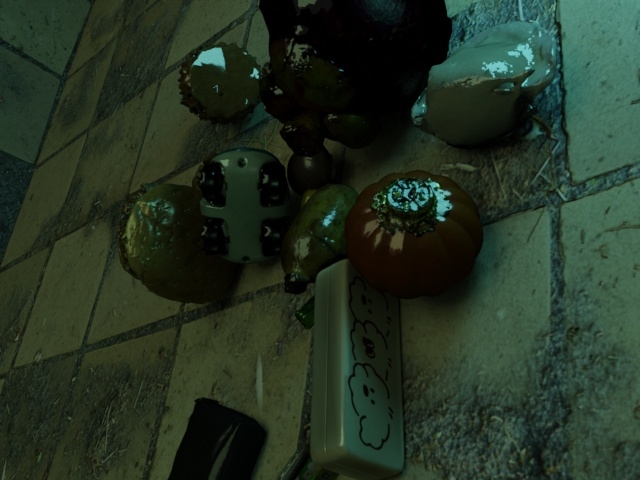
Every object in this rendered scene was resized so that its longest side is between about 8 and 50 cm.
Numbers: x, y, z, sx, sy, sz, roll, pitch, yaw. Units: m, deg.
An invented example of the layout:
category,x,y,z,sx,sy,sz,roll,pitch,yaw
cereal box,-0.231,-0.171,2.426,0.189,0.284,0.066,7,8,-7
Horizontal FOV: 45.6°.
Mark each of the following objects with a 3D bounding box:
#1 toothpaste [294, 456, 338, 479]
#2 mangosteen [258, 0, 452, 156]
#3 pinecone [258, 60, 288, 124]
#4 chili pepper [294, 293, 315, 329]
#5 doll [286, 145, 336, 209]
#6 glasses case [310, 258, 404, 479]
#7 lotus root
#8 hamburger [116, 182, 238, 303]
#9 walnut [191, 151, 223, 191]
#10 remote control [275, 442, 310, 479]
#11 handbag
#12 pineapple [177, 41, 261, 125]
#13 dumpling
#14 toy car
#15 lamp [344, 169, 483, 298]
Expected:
category,x,y,z,sx,sy,sz,roll,pitch,yaw
toothpaste,-0.001,0.383,1.252,0.178,0.043,0.037,-57,38,5
mangosteen,0.066,-0.376,1.457,0.381,0.380,0.422,19,112,54
pinecone,-0.052,-0.346,1.719,0.195,0.179,0.150,-52,13,57
chili pepper,0.033,0.097,1.401,0.182,0.050,0.073,-39,10,18
doll,-0.020,-0.118,1.598,0.145,0.096,0.188,-156,67,-73
glasses case,0.059,0.202,1.219,0.076,0.144,0.337,-28,47,36
lotus root,0.000,0.000,1.421,0.145,0.128,0.260,-41,13,53
hamburger,-0.311,0.005,1.691,0.144,0.283,0.260,-11,67,59
walnut,-0.264,-0.155,1.932,0.143,0.069,0.170,-59,34,4
remote control,-0.078,0.451,1.295,0.229,0.044,0.073,-58,-5,-4
handbag,-0.224,0.435,1.457,0.223,0.080,0.247,5,69,53
pineapple,-0.281,-0.406,2.037,0.223,0.222,0.357,-63,17,-4
dumpling,0.284,-0.254,1.283,0.293,0.163,0.204,-15,21,46
toy car,-0.156,-0.082,1.624,0.190,0.188,0.255,-85,-7,-70
lamp,0.148,-0.011,1.217,0.223,0.197,0.223,-5,53,7
